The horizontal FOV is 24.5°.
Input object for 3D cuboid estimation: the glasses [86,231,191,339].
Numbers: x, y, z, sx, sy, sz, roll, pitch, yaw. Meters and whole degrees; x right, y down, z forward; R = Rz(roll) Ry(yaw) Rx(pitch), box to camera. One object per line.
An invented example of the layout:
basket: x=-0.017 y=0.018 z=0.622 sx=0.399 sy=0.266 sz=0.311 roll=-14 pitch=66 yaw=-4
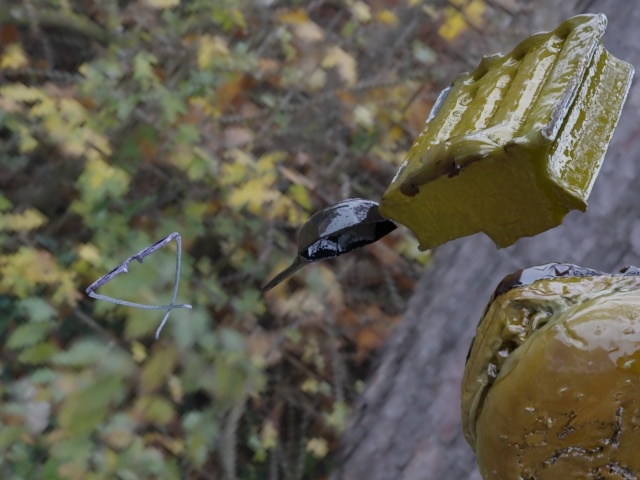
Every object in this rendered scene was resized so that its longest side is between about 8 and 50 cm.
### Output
glasses: x=-0.215 y=0.066 z=1.892 sx=0.104 sy=0.140 sz=0.062 roll=56 pitch=0 yaw=-7

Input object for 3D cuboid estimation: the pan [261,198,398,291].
pan: x=-0.005 y=-0.003 z=1.885 sx=0.128 sy=0.202 sz=0.048 roll=43 pitch=26 yaw=-71

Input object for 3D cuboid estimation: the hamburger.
hamburger: x=0.304 y=0.162 z=1.575 sx=0.305 sy=0.284 sz=0.174 roll=-5 pitch=32 yaw=-8

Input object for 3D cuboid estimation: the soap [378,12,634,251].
soap: x=0.226 y=-0.126 z=1.778 sx=0.259 sy=0.281 sz=0.143 roll=-20 pitch=-60 yaw=40
